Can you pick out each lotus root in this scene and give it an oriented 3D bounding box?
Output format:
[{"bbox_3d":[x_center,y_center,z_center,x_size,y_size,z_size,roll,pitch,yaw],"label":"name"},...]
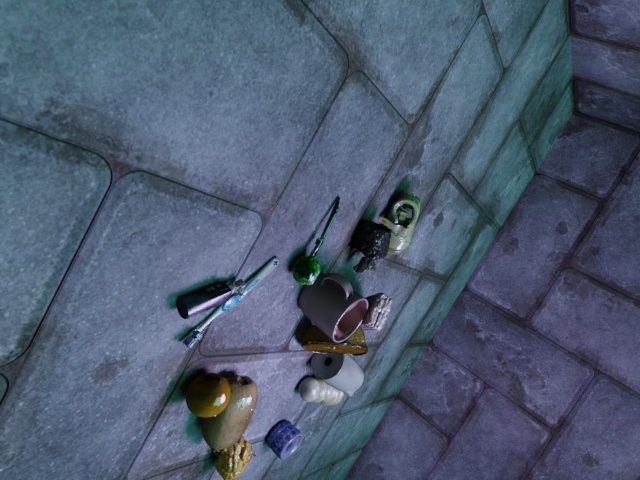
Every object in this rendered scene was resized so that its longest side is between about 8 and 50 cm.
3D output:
[{"bbox_3d":[-0.322,0.621,1.604,0.169,0.151,0.343,-4,119,-53],"label":"lotus root"}]

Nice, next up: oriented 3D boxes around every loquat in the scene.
[{"bbox_3d":[-0.353,0.490,1.454,0.141,0.141,0.141,-35,143,-31],"label":"loquat"}]

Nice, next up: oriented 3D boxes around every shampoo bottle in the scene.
[{"bbox_3d":[-0.301,0.160,1.296,0.207,0.057,0.064,-21,134,-43],"label":"shampoo bottle"}]

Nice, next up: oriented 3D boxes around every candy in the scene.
[{"bbox_3d":[0.000,0.000,1.563,0.097,0.097,0.324,27,88,-59],"label":"candy"}]

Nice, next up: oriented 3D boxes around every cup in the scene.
[{"bbox_3d":[0.043,0.219,1.691,0.191,0.200,0.253,-31,142,-35],"label":"cup"}]

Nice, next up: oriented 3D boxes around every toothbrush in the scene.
[{"bbox_3d":[-0.265,0.179,1.396,0.386,0.040,0.040,-44,147,-25],"label":"toothbrush"}]

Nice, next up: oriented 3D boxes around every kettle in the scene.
[{"bbox_3d":[0.092,0.566,2.098,0.255,0.165,0.240,46,37,-43],"label":"kettle"}]

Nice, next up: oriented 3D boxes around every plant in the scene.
[{"bbox_3d":[0.194,0.030,1.792,0.142,0.131,0.203,3,107,-56],"label":"plant"}]

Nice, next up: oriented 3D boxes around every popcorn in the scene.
[{"bbox_3d":[-0.350,0.860,1.814,0.163,0.140,0.194,-47,159,-30],"label":"popcorn"}]

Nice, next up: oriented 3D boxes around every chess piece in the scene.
[{"bbox_3d":[-0.008,0.696,2.149,0.251,0.144,0.144,28,95,-53],"label":"chess piece"}]

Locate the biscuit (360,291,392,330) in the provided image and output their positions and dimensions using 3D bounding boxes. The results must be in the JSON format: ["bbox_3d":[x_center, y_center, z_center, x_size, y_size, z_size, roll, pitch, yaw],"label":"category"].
[{"bbox_3d":[0.199,0.301,1.910,0.144,0.078,0.426,-65,-178,-12],"label":"biscuit"}]

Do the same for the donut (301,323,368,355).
[{"bbox_3d":[0.056,0.395,1.855,0.272,0.272,0.107,50,39,-58],"label":"donut"}]

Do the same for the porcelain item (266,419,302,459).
[{"bbox_3d":[-0.170,0.925,2.137,0.147,0.114,0.147,-37,145,-32],"label":"porcelain item"}]

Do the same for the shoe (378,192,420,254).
[{"bbox_3d":[0.319,-0.074,1.880,0.262,0.140,0.128,-66,158,7],"label":"shoe"}]
